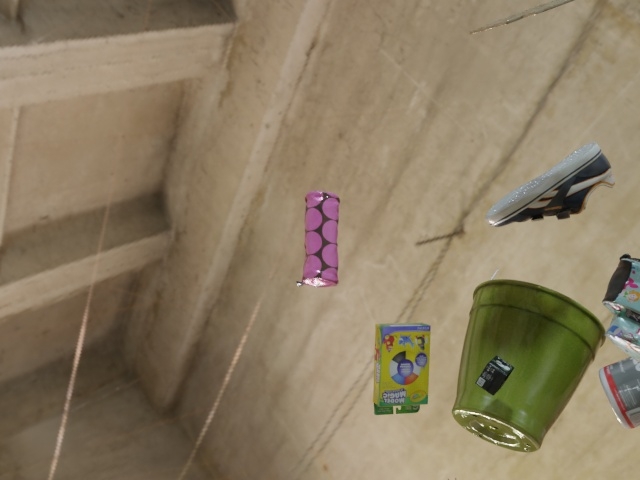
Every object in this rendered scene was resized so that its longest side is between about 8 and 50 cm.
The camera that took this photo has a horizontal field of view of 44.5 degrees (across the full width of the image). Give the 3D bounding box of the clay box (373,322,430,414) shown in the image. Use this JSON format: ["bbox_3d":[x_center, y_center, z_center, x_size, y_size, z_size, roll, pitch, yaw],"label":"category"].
[{"bbox_3d":[0.194,0.310,1.866,0.127,0.222,0.053,0,2,-17],"label":"clay box"}]

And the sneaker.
[{"bbox_3d":[0.565,-0.100,1.916,0.321,0.127,0.126,-33,11,23],"label":"sneaker"}]

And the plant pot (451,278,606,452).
[{"bbox_3d":[0.517,0.348,2.056,0.353,0.366,0.366,-62,-20,-24],"label":"plant pot"}]

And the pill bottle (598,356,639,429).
[{"bbox_3d":[0.837,0.333,1.882,0.283,0.161,0.161,-28,-24,21],"label":"pill bottle"}]

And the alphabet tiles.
[{"bbox_3d":[0.425,-0.461,1.577,0.237,0.198,0.009,-24,-76,-22],"label":"alphabet tiles"}]

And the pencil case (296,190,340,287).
[{"bbox_3d":[0.000,0.000,1.731,0.095,0.210,0.098,2,-14,8],"label":"pencil case"}]

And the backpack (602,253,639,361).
[{"bbox_3d":[0.658,0.151,1.429,0.225,0.253,0.191,31,-102,-55],"label":"backpack"}]

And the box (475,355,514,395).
[{"bbox_3d":[0.402,0.311,1.801,0.083,0.052,0.062,-9,-50,-63],"label":"box"}]

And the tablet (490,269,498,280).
[{"bbox_3d":[0.480,0.123,2.222,0.054,0.006,0.083,-46,-18,-41],"label":"tablet"}]

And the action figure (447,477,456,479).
[{"bbox_3d":[0.414,0.644,1.895,0.280,0.139,0.091,-10,3,-1],"label":"action figure"}]
